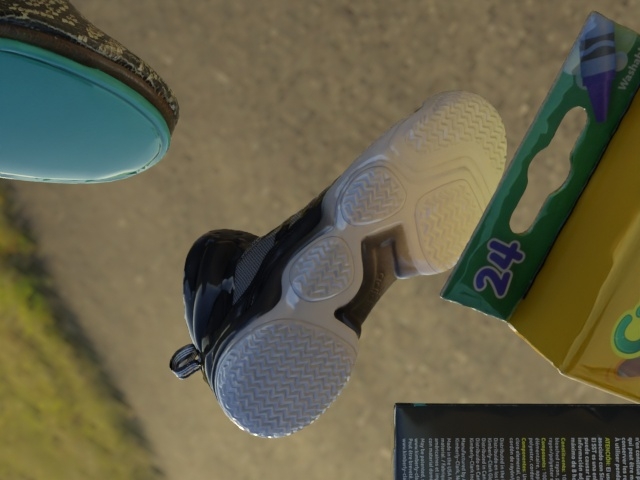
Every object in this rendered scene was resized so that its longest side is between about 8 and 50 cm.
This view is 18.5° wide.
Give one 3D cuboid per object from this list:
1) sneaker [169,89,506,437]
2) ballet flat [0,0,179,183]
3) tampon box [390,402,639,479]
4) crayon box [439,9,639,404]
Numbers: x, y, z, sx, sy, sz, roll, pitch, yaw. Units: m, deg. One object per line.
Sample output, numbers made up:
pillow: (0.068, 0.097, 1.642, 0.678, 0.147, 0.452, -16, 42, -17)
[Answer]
sneaker: (0.000, 0.000, 1.305, 0.101, 0.268, 0.153, 46, 166, -30)
ballet flat: (-0.307, -0.142, 1.335, 0.164, 0.483, 0.182, -41, 62, 39)
tampon box: (0.118, 0.143, 1.063, 0.161, 0.101, 0.120, 0, 169, 2)
crayon box: (0.260, 0.013, 1.235, 0.323, 0.203, 0.083, 21, -167, -29)
